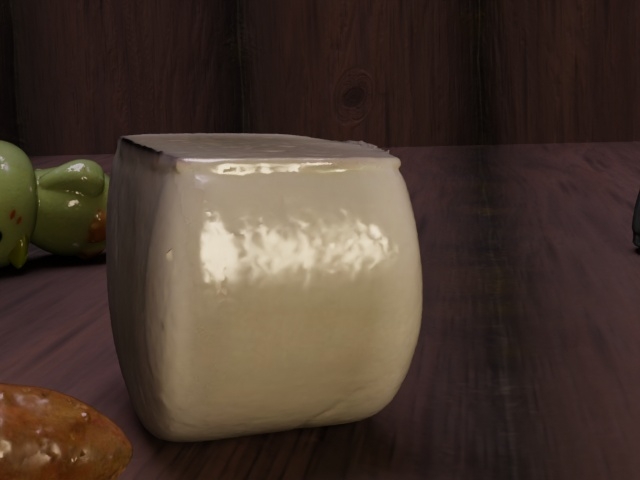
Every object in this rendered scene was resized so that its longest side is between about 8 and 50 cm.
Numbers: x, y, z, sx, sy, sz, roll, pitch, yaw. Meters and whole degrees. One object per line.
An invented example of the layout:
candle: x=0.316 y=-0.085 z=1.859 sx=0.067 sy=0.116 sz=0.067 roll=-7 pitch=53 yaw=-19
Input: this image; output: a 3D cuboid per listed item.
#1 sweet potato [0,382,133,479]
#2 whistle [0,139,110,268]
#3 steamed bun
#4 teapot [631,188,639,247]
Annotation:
sweet potato: x=-0.209 y=0.094 z=0.500 sx=0.252 sy=0.097 sz=0.097 roll=-1 pitch=9 yaw=-16
whistle: x=-0.274 y=-0.021 z=1.188 sx=0.294 sy=0.141 sz=0.141 roll=13 pitch=5 yaw=-17
steamed bun: x=-0.042 y=0.024 z=0.650 sx=0.146 sy=0.164 sz=0.242 roll=-3 pitch=8 yaw=-18
teapot: x=0.347 y=-0.041 z=1.123 sx=0.149 sy=0.108 sz=0.111 roll=-6 pitch=9 yaw=-27
